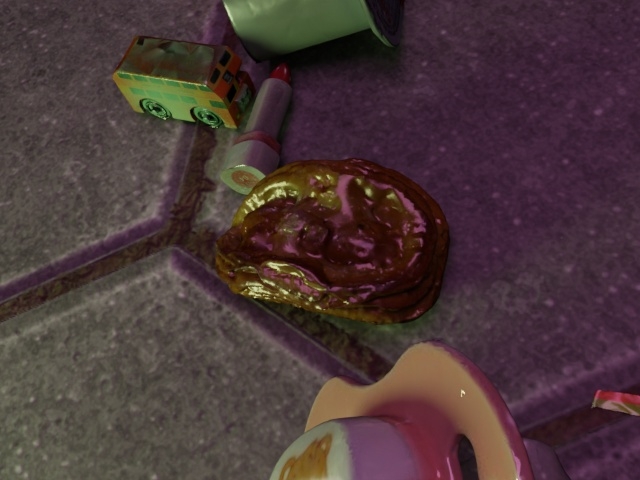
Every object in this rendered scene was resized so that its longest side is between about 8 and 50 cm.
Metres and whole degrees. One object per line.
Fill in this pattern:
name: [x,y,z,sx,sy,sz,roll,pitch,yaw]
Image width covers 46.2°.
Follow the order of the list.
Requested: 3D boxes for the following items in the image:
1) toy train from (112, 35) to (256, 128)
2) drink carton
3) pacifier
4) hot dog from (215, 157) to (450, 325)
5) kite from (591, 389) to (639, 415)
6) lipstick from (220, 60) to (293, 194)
toy train: [-0.180,-0.202,0.963,0.188,0.099,0.072,13,68,20]
drink carton: [-0.014,-0.320,0.922,0.190,0.185,0.191,-8,47,19]
pacifier: [0.076,0.212,0.594,0.273,0.332,0.220,-37,89,-34]
hot dog: [0.001,-0.001,0.797,0.259,0.114,0.175,7,64,19]
kite: [0.340,0.164,0.673,0.183,0.014,0.241,6,66,20]
lipstick: [-0.065,-0.148,0.930,0.063,0.057,0.186,-13,50,42]
